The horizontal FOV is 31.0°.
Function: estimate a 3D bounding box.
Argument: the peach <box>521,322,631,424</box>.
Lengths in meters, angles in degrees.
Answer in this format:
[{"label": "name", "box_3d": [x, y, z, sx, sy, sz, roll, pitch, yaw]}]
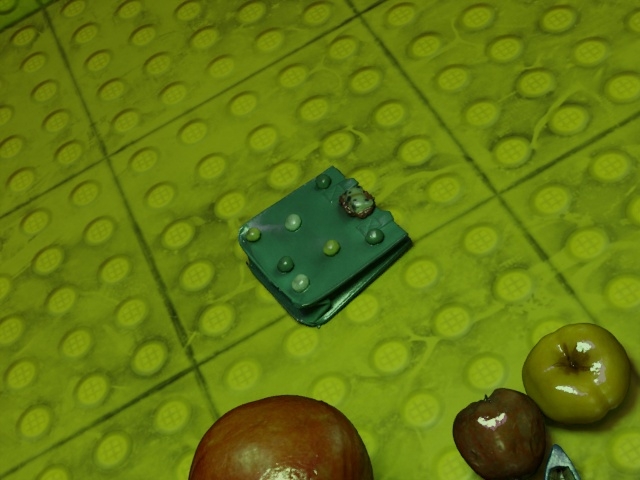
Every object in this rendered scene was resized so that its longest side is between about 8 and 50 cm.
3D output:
[{"label": "peach", "box_3d": [0.420, 0.218, 1.882, 0.179, 0.103, 0.179, -14, 49, 16]}]

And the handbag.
[{"label": "handbag", "box_3d": [-0.003, -0.001, 2.232, 0.274, 0.100, 0.269, -38, 48, -7]}]

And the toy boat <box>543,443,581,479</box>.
[{"label": "toy boat", "box_3d": [0.382, 0.425, 1.776, 0.080, 0.046, 0.229, -14, 50, 14]}]

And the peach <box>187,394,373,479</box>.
[{"label": "peach", "box_3d": [-0.069, 0.414, 1.815, 0.290, 0.372, 0.372, 10, 50, -15]}]

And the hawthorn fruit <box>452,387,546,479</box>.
[{"label": "hawthorn fruit", "box_3d": [0.286, 0.330, 1.845, 0.149, 0.149, 0.189, -3, 85, 21]}]
